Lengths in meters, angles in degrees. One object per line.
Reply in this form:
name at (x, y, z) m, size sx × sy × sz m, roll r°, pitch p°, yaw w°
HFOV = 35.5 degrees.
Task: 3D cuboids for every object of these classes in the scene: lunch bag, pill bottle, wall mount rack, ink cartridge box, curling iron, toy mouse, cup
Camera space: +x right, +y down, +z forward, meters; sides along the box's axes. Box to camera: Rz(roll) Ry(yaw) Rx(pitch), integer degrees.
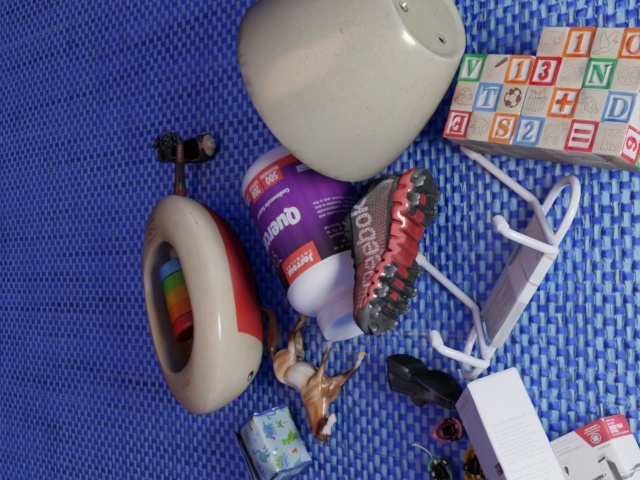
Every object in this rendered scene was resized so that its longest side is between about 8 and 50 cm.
lunch bag at (-0.100, 0.396, 1.868) m, size 0.128 × 0.096 × 0.151 m, roll 66°, pitch 146°, yaw 21°
pill bottle at (0.000, 0.000, 1.689) m, size 0.181 × 0.182 × 0.322 m, roll -46°, pitch 58°, yaw 37°
wall mount rack at (0.238, 0.018, 1.485) m, size 0.304 × 0.131 × 0.350 m, roll -89°, pitch 22°, yaw -64°
ink cartridge box at (0.389, 0.318, 1.362) m, size 0.099 × 0.056 × 0.135 m, roll -39°, pitch 62°, yaw 40°
curling iron at (-0.304, -0.099, 2.096) m, size 0.068 × 0.035 × 0.273 m, roll 5°, pitch 110°, yaw 30°
toy mouse at (0.206, 0.333, 1.577) m, size 0.143 × 0.031 × 0.160 m, roll -1°, pitch 89°, yaw 47°
cup at (0.075, -0.287, 1.505) m, size 0.237 × 0.331 × 0.331 m, roll -31°, pitch 68°, yaw 41°

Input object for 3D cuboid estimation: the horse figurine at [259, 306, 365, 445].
horse figurine at (-0.025, 0.223, 1.803) m, size 0.263 × 0.066 × 0.174 m, roll 38°, pitch 111°, yaw 39°

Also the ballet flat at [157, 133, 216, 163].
ballet flat at (-0.276, -0.186, 2.083) m, size 0.173 × 0.049 × 0.057 m, roll -8°, pitch 85°, yaw 47°

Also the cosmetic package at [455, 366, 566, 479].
cosmetic package at (0.278, 0.311, 1.428) m, size 0.117 × 0.086 × 0.231 m, roll 94°, pitch 155°, yaw -65°

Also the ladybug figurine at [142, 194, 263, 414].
ladybug figurine at (-0.224, 0.111, 1.926) m, size 0.305 × 0.162 × 0.449 m, roll -43°, pitch 56°, yaw 51°

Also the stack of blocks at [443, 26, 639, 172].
stack of blocks at (0.326, -0.199, 1.381) m, size 0.297 × 0.087 × 0.171 m, roll 13°, pitch 86°, yaw 46°

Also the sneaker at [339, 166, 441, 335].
sneaker at (0.088, 0.015, 1.536) m, size 0.135 × 0.097 × 0.276 m, roll 3°, pitch 67°, yaw 34°

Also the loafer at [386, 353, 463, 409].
loafer at (0.168, 0.238, 1.603) m, size 0.170 × 0.062 × 0.061 m, roll 28°, pitch 118°, yaw 54°
